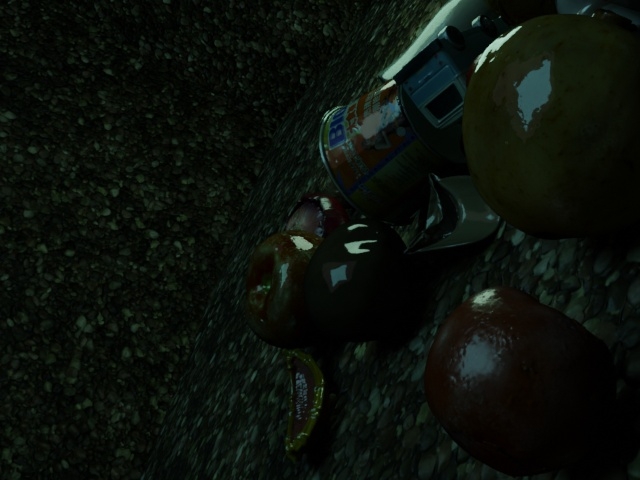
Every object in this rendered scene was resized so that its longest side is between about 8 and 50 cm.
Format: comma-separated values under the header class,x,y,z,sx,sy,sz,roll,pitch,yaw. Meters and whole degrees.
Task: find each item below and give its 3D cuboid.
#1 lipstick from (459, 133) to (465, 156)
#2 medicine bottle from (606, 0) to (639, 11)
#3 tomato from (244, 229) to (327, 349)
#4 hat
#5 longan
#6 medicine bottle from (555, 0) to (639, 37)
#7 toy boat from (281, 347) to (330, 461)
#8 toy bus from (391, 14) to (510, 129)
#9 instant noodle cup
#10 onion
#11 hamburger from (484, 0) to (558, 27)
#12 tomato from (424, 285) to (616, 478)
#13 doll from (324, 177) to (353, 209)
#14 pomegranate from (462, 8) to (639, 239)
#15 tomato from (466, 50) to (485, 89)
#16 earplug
class,x,y,z,sx,sy,sz,roll,pitch,yaw
lipstick,0.318,-0.162,1.368,0.080,0.080,0.241,-59,15,7
medicine bottle,0.412,-0.411,1.006,0.340,0.208,0.208,38,101,37
tomato,-0.042,0.115,1.772,0.270,0.223,0.270,-26,60,56
hat,0.251,-0.027,1.406,0.173,0.144,0.166,12,74,28
longan,0.074,0.074,1.474,0.246,0.215,0.246,-25,58,49
medicine bottle,0.436,-0.321,1.155,0.139,0.139,0.236,-50,24,35
toy boat,-0.034,0.336,1.589,0.141,0.099,0.318,-58,17,24
toy bus,0.285,-0.317,1.484,0.271,0.164,0.133,-30,-5,-44
instant noodle cup,0.169,-0.203,1.576,0.214,0.296,0.296,-35,29,43
onion,-0.008,0.000,1.994,0.248,0.161,0.248,-161,90,-79
hamburger,0.405,-0.467,1.275,0.285,0.266,0.134,-52,20,37
tomato,0.216,0.159,0.867,0.184,0.208,0.208,-54,15,-3
doll,0.069,-0.145,2.100,0.221,0.105,0.115,-40,27,51
pomegranate,0.312,-0.136,0.993,0.307,0.307,0.307,-54,16,24
tomato,0.335,-0.254,1.292,0.195,0.195,0.136,-114,20,-71
earplug,0.302,-0.450,1.802,0.324,0.185,0.185,-52,16,10
